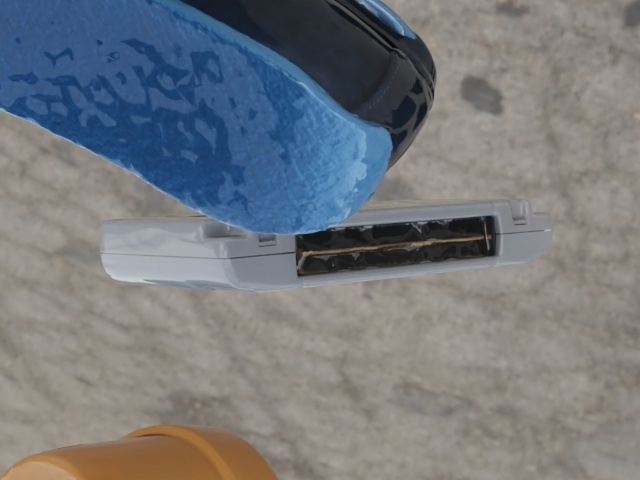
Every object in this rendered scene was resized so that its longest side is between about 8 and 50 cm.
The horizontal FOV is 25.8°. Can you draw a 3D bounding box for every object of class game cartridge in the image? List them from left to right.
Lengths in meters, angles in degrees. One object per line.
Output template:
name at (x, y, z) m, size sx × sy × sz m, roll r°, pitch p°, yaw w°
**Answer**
game cartridge at (0.000, 0.000, 1.039) m, size 0.297 × 0.062 × 0.198 m, roll -5°, pitch 180°, yaw -36°

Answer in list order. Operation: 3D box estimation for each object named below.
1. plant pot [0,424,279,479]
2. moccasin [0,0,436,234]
plant pot at (-0.193, 0.309, 1.316) m, size 0.291 × 0.290 × 0.203 m, roll -1°, pitch 167°, yaw 41°
moccasin at (-0.107, -0.116, 0.602) m, size 0.342 × 0.117 × 0.137 m, roll 37°, pitch 131°, yaw 11°
